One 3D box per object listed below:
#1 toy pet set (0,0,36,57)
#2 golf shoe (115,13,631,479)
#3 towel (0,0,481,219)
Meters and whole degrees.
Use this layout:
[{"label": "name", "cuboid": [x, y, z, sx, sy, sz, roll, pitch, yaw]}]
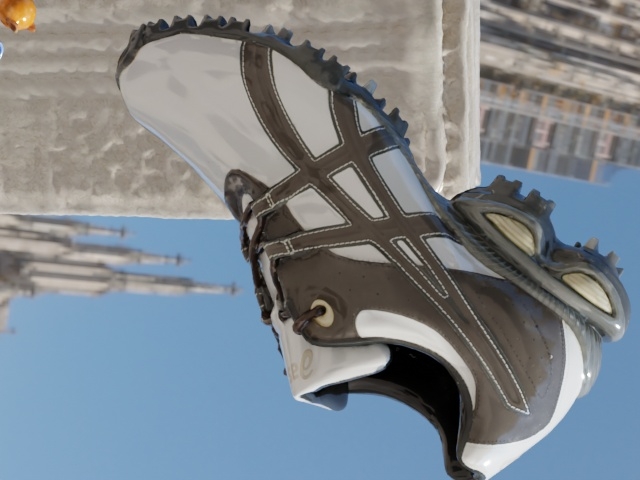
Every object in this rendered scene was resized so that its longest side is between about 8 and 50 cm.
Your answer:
[{"label": "toy pet set", "cuboid": [-0.126, -0.097, 0.432, 0.065, 0.122, 0.114, 37, -65, 24]}, {"label": "golf shoe", "cuboid": [0.000, 0.000, 0.410, 0.198, 0.094, 0.077, 32, -23, 13]}, {"label": "towel", "cuboid": [-0.058, -0.103, 0.627, 0.282, 0.049, 0.187, 2, -81, 13]}]
